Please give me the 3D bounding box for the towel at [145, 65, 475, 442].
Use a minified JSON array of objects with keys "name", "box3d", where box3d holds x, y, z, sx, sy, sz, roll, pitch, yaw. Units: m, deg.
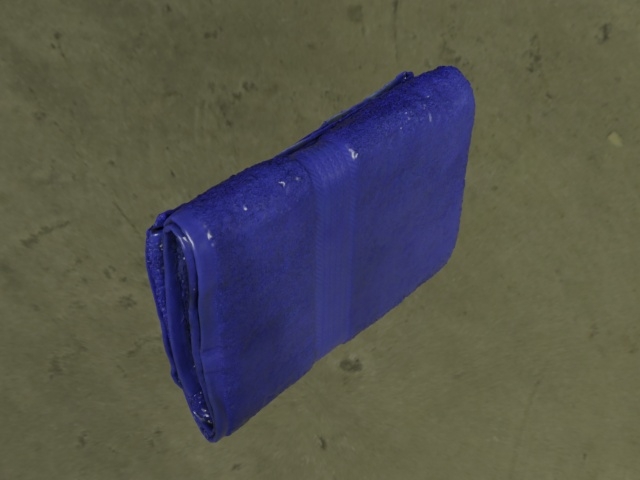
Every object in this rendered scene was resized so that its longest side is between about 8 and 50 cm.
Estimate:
[{"name":"towel","box3d":[0.000,0.000,0.692,0.308,0.227,0.076,-32,51,-33]}]
